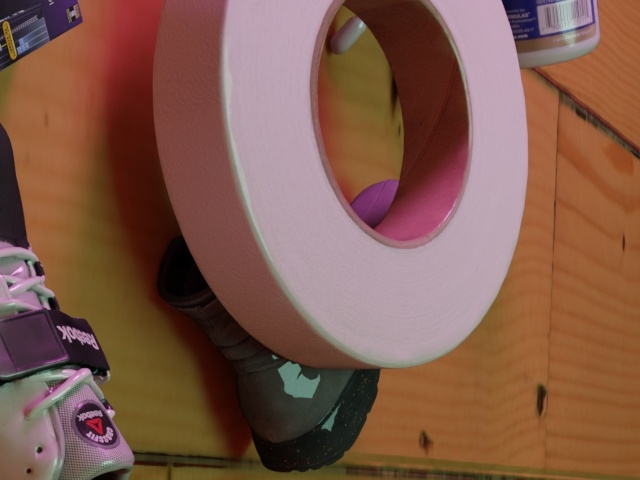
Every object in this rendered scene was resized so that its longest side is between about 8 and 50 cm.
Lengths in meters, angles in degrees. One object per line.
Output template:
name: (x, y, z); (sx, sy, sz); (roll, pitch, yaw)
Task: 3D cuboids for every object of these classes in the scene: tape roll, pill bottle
tape roll: (0.031, -0.095, 1.200); (0.392, 0.072, 0.392); (6, 82, -51)
pill bottle: (0.205, -0.321, 1.647); (0.153, 0.153, 0.265); (-36, 122, -59)

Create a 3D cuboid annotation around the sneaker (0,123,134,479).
sneaker: (-0.168, 0.084, 0.903); (0.122, 0.146, 0.331); (-5, 93, -62)

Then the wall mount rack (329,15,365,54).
wall mount rack: (0.046, -0.351, 1.370); (0.350, 0.130, 0.304); (46, 47, -53)

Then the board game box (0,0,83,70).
board game box: (-0.212, -0.184, 0.921); (0.141, 0.048, 0.170); (-46, 130, -53)

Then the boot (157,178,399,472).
boot: (0.000, 0.000, 1.283); (0.223, 0.118, 0.338); (65, 31, -31)
